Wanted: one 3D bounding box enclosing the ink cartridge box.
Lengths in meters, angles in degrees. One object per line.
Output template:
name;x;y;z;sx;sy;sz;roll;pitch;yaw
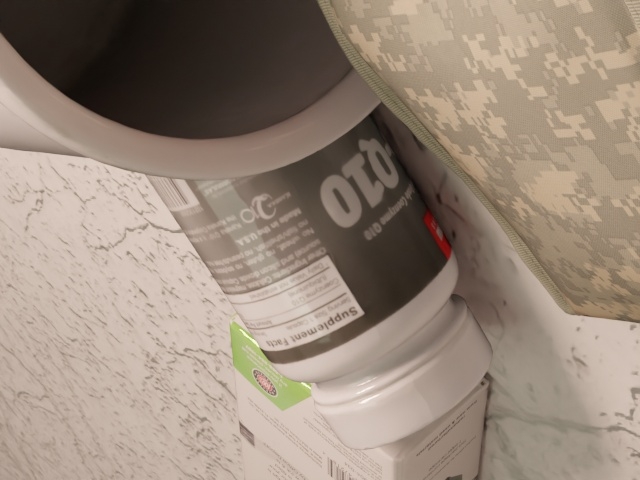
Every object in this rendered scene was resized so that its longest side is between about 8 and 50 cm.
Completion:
ink cartridge box;0.031;0.173;1.398;0.198;0.115;0.273;38;151;27

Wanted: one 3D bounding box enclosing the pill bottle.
pill bottle;0.000;0.000;1.171;0.283;0.161;0.161;57;154;-14

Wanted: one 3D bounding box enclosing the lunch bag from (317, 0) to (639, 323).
lunch bag;0.144;-0.095;0.748;0.287;0.169;0.235;46;163;-24

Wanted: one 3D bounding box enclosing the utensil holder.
utensil holder;-0.159;-0.206;0.972;0.385;0.327;0.327;7;130;57
